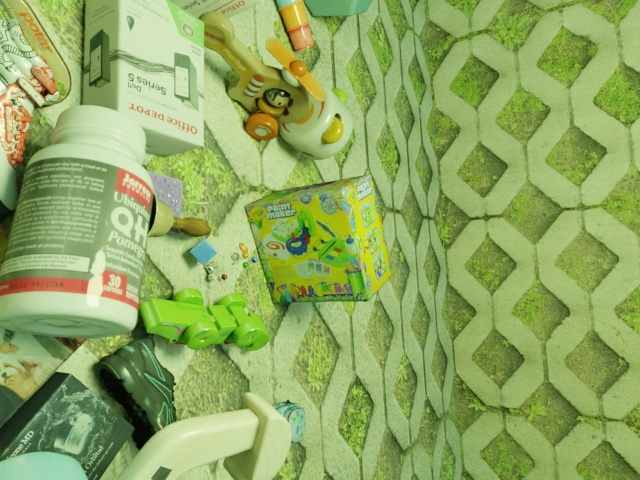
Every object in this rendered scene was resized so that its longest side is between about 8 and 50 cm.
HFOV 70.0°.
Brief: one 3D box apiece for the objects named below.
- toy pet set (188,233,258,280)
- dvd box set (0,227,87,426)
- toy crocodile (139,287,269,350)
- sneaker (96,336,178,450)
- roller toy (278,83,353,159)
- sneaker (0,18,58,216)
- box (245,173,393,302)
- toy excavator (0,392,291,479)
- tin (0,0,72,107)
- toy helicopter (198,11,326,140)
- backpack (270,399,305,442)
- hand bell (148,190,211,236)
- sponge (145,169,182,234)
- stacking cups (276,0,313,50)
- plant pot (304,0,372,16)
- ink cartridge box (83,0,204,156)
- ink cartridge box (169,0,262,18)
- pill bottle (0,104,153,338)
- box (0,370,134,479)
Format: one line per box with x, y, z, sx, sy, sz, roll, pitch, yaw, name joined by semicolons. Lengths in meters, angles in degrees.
-0.223;0.044;0.995;0.114;0.122;0.065;50;35;-15;toy pet set
-0.527;0.076;0.557;0.307;0.062;0.420;-57;131;-46;dvd box set
-0.233;0.181;0.977;0.341;0.105;0.115;18;28;-54;toy crocodile
-0.300;0.302;0.843;0.106;0.101;0.267;-45;123;-54;sneaker
-0.018;-0.339;1.305;0.146;0.191;0.209;28;50;-53;roller toy
-0.445;-0.180;0.656;0.145;0.090;0.269;-21;101;-24;sneaker
0.000;0.000;1.187;0.177;0.290;0.278;-35;115;-54;box
-0.281;0.358;0.570;0.445;0.222;0.433;-55;131;-11;toy excavator
-0.478;-0.304;0.723;0.106;0.040;0.189;-51;127;-44;tin
-0.142;-0.396;1.080;0.355;0.235;0.140;37;55;-49;toy helicopter
-0.093;0.463;1.156;0.114;0.084;0.104;18;68;-53;backpack
-0.286;-0.033;0.886;0.242;0.126;0.125;20;68;-68;hand bell
-0.358;-0.082;0.879;0.210;0.031;0.117;13;75;-57;sponge
-0.105;-0.725;1.348;0.096;0.096;0.315;-52;132;-48;stacking cups
0.061;-0.872;1.490;0.247;0.248;0.252;-48;143;-49;plant pot
-0.332;-0.320;0.879;0.198;0.115;0.272;7;79;-57;ink cartridge box
-0.259;-0.568;0.949;0.354;0.207;0.119;17;70;-55;ink cartridge box
-0.343;-0.029;0.668;0.176;0.177;0.318;30;52;-52;pill bottle
-0.402;0.307;0.689;0.158;0.093;0.155;61;40;-31;box
